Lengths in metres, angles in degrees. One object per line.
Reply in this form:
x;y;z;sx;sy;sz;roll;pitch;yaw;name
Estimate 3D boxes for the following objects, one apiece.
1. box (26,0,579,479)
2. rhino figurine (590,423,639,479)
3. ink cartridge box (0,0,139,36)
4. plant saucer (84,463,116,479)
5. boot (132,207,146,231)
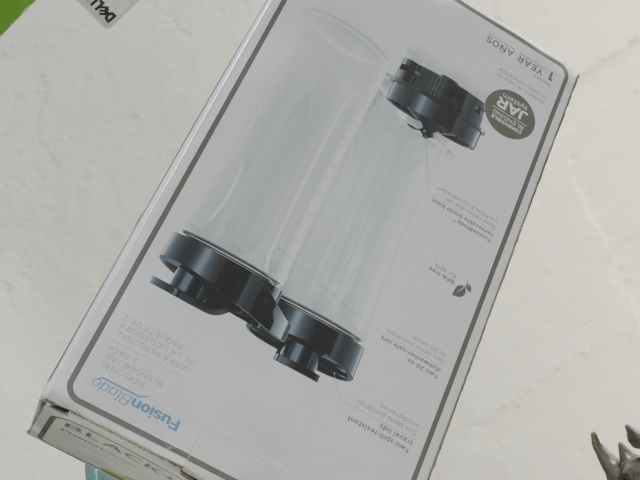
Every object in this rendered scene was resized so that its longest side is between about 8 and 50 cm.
0.000;0.000;0.522;0.169;0.087;0.290;29;-116;-9;box
0.267;0.182;0.666;0.073;0.243;0.106;-14;-61;-32;rhino figurine
-0.263;-0.264;0.972;0.255;0.189;0.097;-44;-114;0;ink cartridge box
-0.148;0.289;1.387;0.318;0.044;0.317;10;-117;-20;plant saucer
-0.115;-0.064;1.257;0.085;0.178;0.236;44;-75;-1;boot
